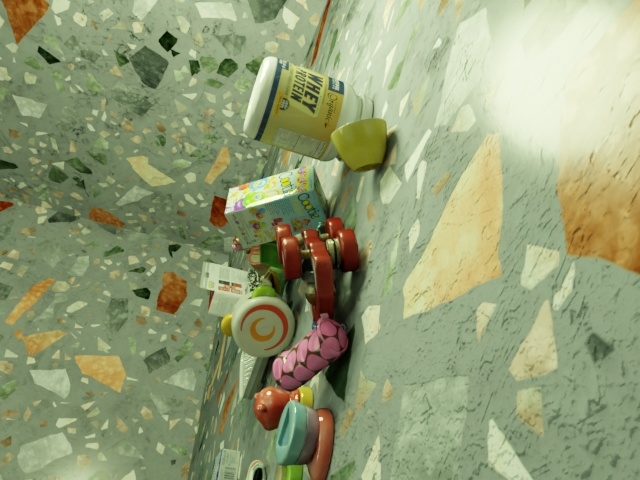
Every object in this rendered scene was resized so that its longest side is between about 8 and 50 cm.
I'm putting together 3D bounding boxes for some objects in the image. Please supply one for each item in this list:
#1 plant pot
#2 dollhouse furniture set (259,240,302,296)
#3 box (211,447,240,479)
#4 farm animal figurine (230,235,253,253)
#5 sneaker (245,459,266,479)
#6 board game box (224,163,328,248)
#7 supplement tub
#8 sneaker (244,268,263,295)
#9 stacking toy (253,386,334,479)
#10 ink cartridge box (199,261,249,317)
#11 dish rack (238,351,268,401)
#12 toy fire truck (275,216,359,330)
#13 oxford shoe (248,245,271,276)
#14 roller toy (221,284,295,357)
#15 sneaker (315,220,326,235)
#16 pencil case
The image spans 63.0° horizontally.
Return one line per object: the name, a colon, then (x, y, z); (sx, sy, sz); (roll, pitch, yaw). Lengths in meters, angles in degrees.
plant pot: (0.099, -0.214, 1.221); (0.134, 0.134, 0.095); (148, 110, -70)
dollhouse furniture set: (-0.097, 0.094, 1.740); (0.197, 0.151, 0.302); (-59, -23, -56)
box: (-0.344, 0.835, 1.878); (0.137, 0.072, 0.126); (120, 161, -45)
farm animal figurine: (-0.264, -0.062, 2.368); (0.327, 0.172, 0.330); (-61, 7, 3)
sneaker: (-0.188, 0.699, 1.456); (0.075, 0.057, 0.161); (128, 157, -69)
board game box: (-0.129, -0.103, 1.582); (0.142, 0.275, 0.144); (-92, -16, -50)
supplement tub: (-0.036, -0.353, 1.454); (0.228, 0.316, 0.228); (-165, 90, -76)
sneaker: (-0.287, 0.256, 2.256); (0.108, 0.100, 0.272); (100, 178, -49)
stacking toy: (-0.090, 0.476, 1.173); (0.309, 0.130, 0.280); (163, 122, -74)
ink cartridge box: (-0.459, 0.243, 2.530); (0.309, 0.271, 0.130); (-111, 39, -68)
dish rack: (-0.218, 0.383, 1.876); (0.285, 0.072, 0.333); (-109, 37, -64)
toy fire truck: (-0.006, 0.091, 1.264); (0.302, 0.169, 0.254); (-123, 26, -72)
oxford shoe: (-0.170, 0.020, 1.976); (0.130, 0.123, 0.348); (67, -149, -32)
roller toy: (-0.183, 0.256, 1.625); (0.209, 0.191, 0.146); (-46, 13, -3)
sneaker: (0.000, 0.000, 1.438); (0.065, 0.076, 0.166); (-87, 19, -43)
pencil case: (-0.028, 0.254, 1.171); (0.209, 0.095, 0.098); (-45, 66, 33)
